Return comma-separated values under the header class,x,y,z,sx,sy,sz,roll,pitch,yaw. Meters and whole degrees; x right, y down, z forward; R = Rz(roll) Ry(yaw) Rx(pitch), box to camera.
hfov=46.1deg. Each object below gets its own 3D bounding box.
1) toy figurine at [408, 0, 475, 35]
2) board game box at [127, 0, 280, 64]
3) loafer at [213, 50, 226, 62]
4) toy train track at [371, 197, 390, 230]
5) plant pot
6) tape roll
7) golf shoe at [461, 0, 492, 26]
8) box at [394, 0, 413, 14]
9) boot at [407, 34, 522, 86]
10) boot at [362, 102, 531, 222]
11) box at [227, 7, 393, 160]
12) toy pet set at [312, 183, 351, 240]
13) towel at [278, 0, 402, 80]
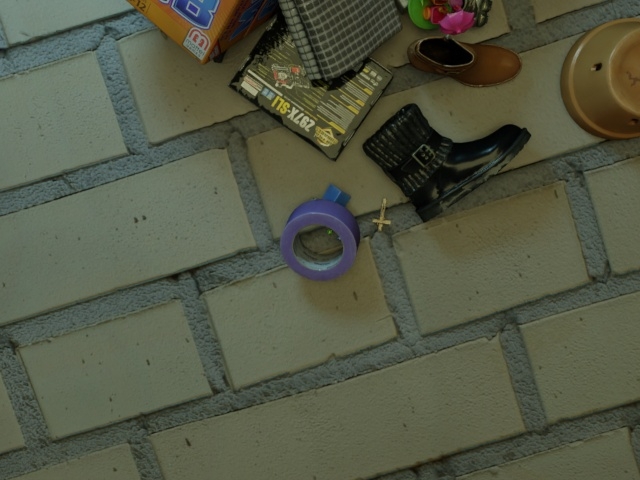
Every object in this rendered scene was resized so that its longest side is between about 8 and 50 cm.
class,x,y,z,sx,sy,sz,roll,pitch,yaw
toy figurine,0.292,-0.537,1.698,0.130,0.159,0.173,-9,126,-19
board game box,-0.226,-0.673,1.603,0.356,0.356,0.356,40,133,-2
loafer,-0.215,-0.511,1.838,0.061,0.062,0.170,21,98,-5
toy train track,0.156,-0.066,1.898,0.048,0.014,0.083,9,91,8
plant pot,0.731,-0.379,1.745,0.290,0.203,0.291,0,97,1
tape roll,0.000,0.000,1.845,0.188,0.080,0.189,4,117,8
golf shoe,0.371,-0.614,1.795,0.093,0.077,0.198,11,96,1
box,0.271,-0.671,1.782,0.275,0.094,0.113,-40,94,5
boot,0.343,-0.426,1.744,0.283,0.220,0.109,13,98,1
boot,0.302,-0.237,1.813,0.348,0.131,0.260,-36,94,6
box,-0.022,-0.388,1.836,0.322,0.079,0.257,35,98,-2
toy pet set,0.029,-0.072,1.875,0.122,0.065,0.114,32,97,-2
towel,0.055,-0.522,1.683,0.283,0.121,0.235,-42,122,-28
